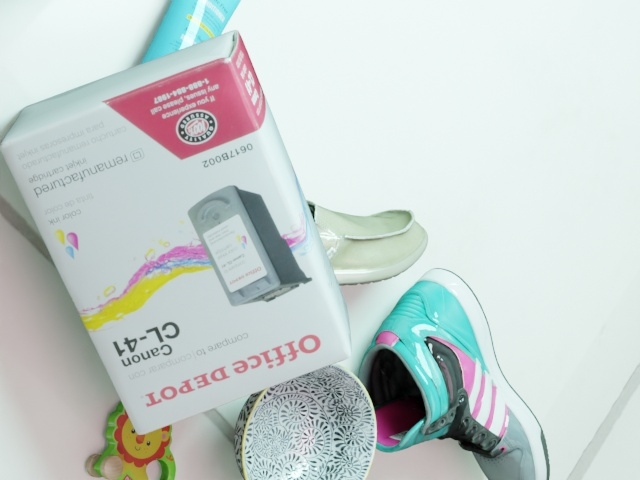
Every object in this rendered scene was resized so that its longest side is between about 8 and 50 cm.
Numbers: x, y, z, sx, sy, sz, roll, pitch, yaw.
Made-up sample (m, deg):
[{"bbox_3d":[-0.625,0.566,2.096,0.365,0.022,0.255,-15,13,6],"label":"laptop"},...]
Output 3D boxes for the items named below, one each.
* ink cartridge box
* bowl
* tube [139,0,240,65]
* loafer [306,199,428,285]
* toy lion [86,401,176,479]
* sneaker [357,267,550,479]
[{"bbox_3d":[-0.124,-0.008,1.311,0.226,0.131,0.306,-21,108,5],"label":"ink cartridge box"},{"bbox_3d":[-0.031,0.204,1.486,0.170,0.080,0.170,-3,96,-36],"label":"bowl"},{"bbox_3d":[-0.120,-0.227,1.415,0.080,0.052,0.207,43,62,-41],"label":"tube"},{"bbox_3d":[0.000,0.000,1.481,0.269,0.102,0.092,-15,108,-34],"label":"loafer"},{"bbox_3d":[-0.178,0.209,1.411,0.100,0.034,0.096,52,57,-28],"label":"toy lion"},{"bbox_3d":[0.138,0.199,1.580,0.178,0.124,0.295,-36,106,-35],"label":"sneaker"}]
